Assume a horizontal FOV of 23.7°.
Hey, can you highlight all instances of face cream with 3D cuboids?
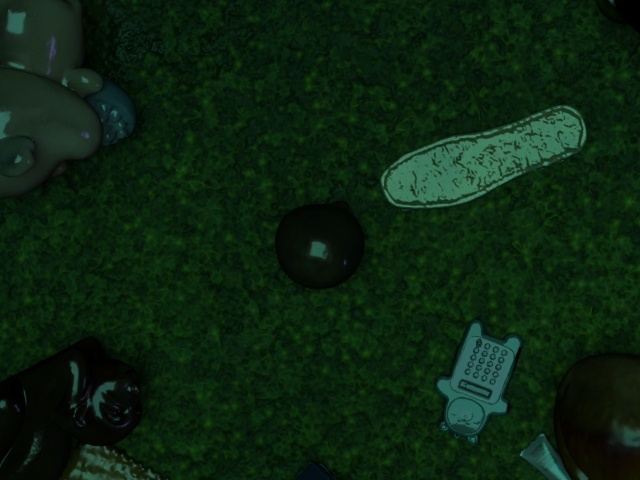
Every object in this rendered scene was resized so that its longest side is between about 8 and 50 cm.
[{"bbox_3d":[0.284,0.277,1.781,0.038,0.020,0.115,-45,86,7],"label":"face cream"}]

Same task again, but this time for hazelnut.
[{"bbox_3d":[0.341,0.206,1.708,0.182,0.182,0.182,0,93,7],"label":"hazelnut"}]

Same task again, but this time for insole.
[{"bbox_3d":[0.191,-0.094,1.780,0.248,0.011,0.081,-20,90,7],"label":"insole"}]

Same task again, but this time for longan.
[{"bbox_3d":[0.000,0.000,1.769,0.106,0.106,0.119,15,55,6],"label":"longan"}]

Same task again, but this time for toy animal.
[{"bbox_3d":[-0.347,-0.173,1.743,0.229,0.210,0.221,-32,98,-27],"label":"toy animal"}]

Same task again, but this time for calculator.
[{"bbox_3d":[0.183,0.167,1.789,0.094,0.019,0.141,20,94,3],"label":"calculator"}]

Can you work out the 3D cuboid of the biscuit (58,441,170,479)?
[{"bbox_3d":[-0.242,0.386,1.852,0.232,0.013,0.237,29,96,4],"label":"biscuit"}]

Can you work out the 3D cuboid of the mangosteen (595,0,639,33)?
[{"bbox_3d":[0.399,-0.317,1.661,0.216,0.216,0.216,0,93,7],"label":"mangosteen"}]

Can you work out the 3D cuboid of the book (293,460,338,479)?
[{"bbox_3d":[0.029,0.497,1.714,0.300,0.039,0.428,-47,61,2],"label":"book"}]

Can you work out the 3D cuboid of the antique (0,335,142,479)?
[{"bbox_3d":[-0.322,0.215,1.800,0.257,0.121,0.143,-30,91,8],"label":"antique"}]
